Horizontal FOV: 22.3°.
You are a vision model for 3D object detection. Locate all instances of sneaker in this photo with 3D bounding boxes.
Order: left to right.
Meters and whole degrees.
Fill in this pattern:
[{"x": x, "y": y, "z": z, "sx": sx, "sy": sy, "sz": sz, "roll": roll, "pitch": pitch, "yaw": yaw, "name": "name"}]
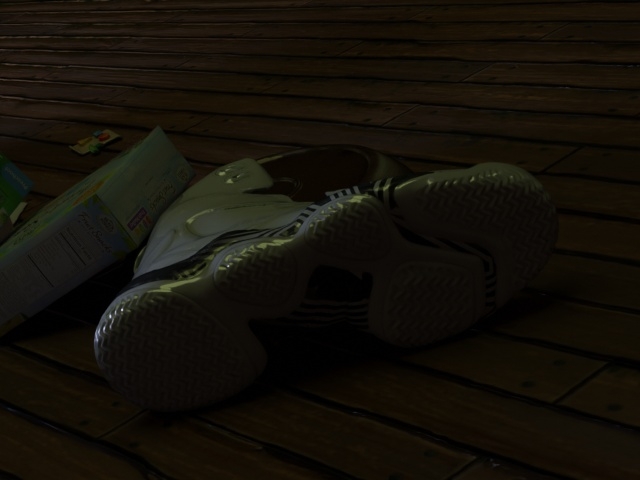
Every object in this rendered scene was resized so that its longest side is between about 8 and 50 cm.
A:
[{"x": 0.000, "y": 0.000, "z": 1.288, "sx": 0.366, "sy": 0.137, "sz": 0.210, "roll": -20, "pitch": 25, "yaw": 8, "name": "sneaker"}]

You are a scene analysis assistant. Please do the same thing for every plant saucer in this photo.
[{"x": -0.053, "y": -0.023, "z": 1.554, "sx": 0.311, "sy": 0.050, "sz": 0.310, "roll": -16, "pitch": 21, "yaw": 6, "name": "plant saucer"}]

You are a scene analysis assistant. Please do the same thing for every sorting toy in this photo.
[{"x": -0.289, "y": -0.128, "z": 2.102, "sx": 0.062, "sy": 0.012, "sz": 0.083, "roll": -24, "pitch": 20, "yaw": -16, "name": "sorting toy"}]

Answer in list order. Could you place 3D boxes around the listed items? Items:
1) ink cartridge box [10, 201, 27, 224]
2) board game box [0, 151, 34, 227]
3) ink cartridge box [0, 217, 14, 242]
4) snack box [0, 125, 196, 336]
[{"x": -0.468, "y": 0.005, "z": 1.886, "sx": 0.225, "sy": 0.056, "sz": 0.181, "roll": 2, "pitch": 21, "yaw": 2, "name": "ink cartridge box"}, {"x": -0.385, "y": -0.034, "z": 1.514, "sx": 0.039, "sy": 0.160, "sz": 0.211, "roll": -26, "pitch": 25, "yaw": 47, "name": "board game box"}, {"x": -0.405, "y": -0.044, "z": 1.673, "sx": 0.092, "sy": 0.218, "sz": 0.158, "roll": -13, "pitch": 20, "yaw": 16, "name": "ink cartridge box"}, {"x": -0.236, "y": -0.005, "z": 1.551, "sx": 0.207, "sy": 0.070, "sz": 0.174, "roll": -33, "pitch": 12, "yaw": 27, "name": "snack box"}]
